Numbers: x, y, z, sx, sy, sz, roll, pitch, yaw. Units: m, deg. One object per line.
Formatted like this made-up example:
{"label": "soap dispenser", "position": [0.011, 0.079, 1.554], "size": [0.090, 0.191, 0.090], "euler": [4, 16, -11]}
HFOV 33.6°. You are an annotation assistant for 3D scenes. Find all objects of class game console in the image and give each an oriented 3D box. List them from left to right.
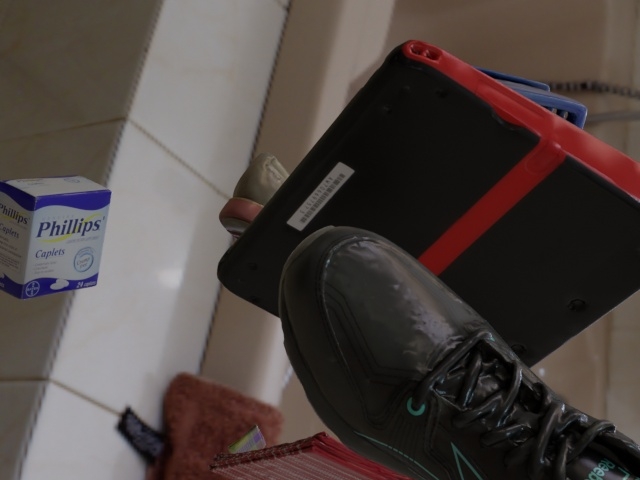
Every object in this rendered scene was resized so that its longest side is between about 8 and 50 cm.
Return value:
{"label": "game console", "position": [0.121, 0.007, 1.047], "size": [0.342, 0.386, 0.060], "euler": [29, 45, -13]}

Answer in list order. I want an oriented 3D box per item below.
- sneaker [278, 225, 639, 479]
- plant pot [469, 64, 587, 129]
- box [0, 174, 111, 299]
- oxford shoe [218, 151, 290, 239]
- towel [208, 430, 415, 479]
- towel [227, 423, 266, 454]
{"label": "sneaker", "position": [0.092, 0.090, 0.485], "size": [0.267, 0.106, 0.101], "euler": [48, 61, -2]}
{"label": "plant pot", "position": [0.275, -0.166, 1.769], "size": [0.212, 0.235, 0.236], "euler": [-100, -157, -66]}
{"label": "box", "position": [-0.344, -0.007, 1.347], "size": [0.126, 0.072, 0.137], "euler": [-11, 117, -53]}
{"label": "oxford shoe", "position": [0.000, 0.000, 1.568], "size": [0.348, 0.123, 0.130], "euler": [43, 63, -45]}
{"label": "towel", "position": [-0.011, 0.335, 1.518], "size": [0.198, 0.274, 0.031], "euler": [30, 58, -27]}
{"label": "towel", "position": [-0.113, 0.318, 1.629], "size": [0.060, 0.009, 0.083], "euler": [-40, 150, -17]}
